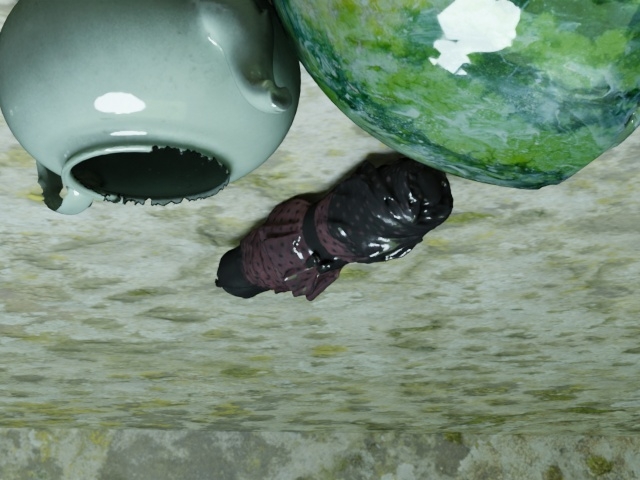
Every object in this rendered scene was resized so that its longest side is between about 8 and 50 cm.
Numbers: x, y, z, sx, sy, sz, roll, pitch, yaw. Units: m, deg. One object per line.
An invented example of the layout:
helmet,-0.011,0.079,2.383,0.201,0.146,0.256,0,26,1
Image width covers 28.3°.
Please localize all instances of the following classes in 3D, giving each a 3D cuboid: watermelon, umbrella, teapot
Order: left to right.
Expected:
teapot,-0.109,-0.092,0.806,0.193,0.130,0.294,12,158,-35
umbrella,0.000,0.000,1.181,0.090,0.094,0.326,24,151,-27
watermelon,0.076,-0.133,0.713,0.224,0.180,0.305,46,157,-3
